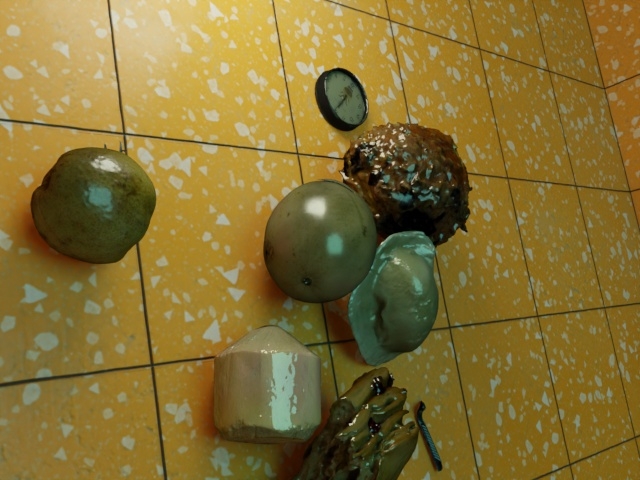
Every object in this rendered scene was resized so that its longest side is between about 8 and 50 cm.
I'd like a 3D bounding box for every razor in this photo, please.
[{"bbox_3d":[0.293,0.534,1.968,0.066,0.033,0.190,-38,111,-86],"label":"razor"}]

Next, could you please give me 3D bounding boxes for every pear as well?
[{"bbox_3d":[-0.432,-0.075,1.376,0.211,0.188,0.228,38,52,-43],"label":"pear"}]

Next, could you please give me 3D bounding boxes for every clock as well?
[{"bbox_3d":[0.064,-0.402,2.059,0.184,0.040,0.184,17,65,-39],"label":"clock"}]

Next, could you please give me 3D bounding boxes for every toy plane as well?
[{"bbox_3d":[-0.429,-0.169,1.529,0.084,0.024,0.078,31,75,-32],"label":"toy plane"}]

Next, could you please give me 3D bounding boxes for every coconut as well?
[{"bbox_3d":[-0.111,0.300,1.528,0.239,0.239,0.244,19,63,-38],"label":"coconut"}]

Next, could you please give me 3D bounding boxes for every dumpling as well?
[{"bbox_3d":[0.200,0.148,1.847,0.270,0.211,0.321,32,52,-68],"label":"dumpling"}]

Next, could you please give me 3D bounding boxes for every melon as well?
[{"bbox_3d":[0.000,0.000,1.707,0.268,0.268,0.330,48,30,-21],"label":"melon"}]

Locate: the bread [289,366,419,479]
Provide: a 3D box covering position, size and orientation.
[{"bbox_3d":[0.063,0.488,1.565,0.191,0.314,0.370,32,40,17],"label":"bread"}]

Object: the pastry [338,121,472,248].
[{"bbox_3d":[0.241,-0.134,1.953,0.405,0.292,0.337,-10,66,-51],"label":"pastry"}]
